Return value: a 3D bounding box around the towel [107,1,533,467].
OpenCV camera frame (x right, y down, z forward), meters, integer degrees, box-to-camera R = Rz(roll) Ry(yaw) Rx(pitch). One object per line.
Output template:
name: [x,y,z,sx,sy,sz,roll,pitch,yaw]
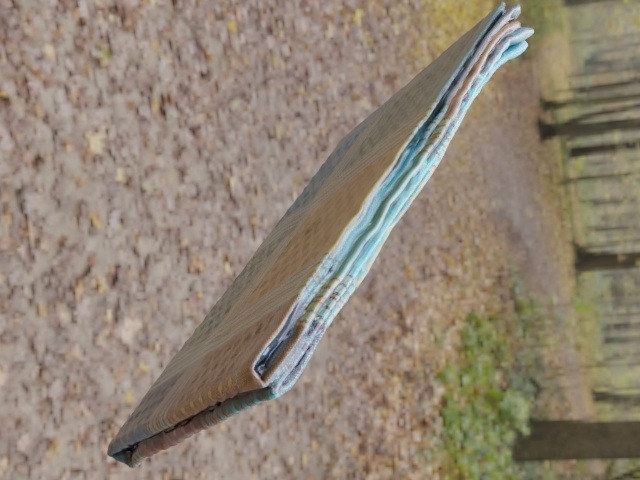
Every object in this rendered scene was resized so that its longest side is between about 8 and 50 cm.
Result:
towel: [0.000,0.000,0.771,0.040,0.271,0.370,41,56,-9]
